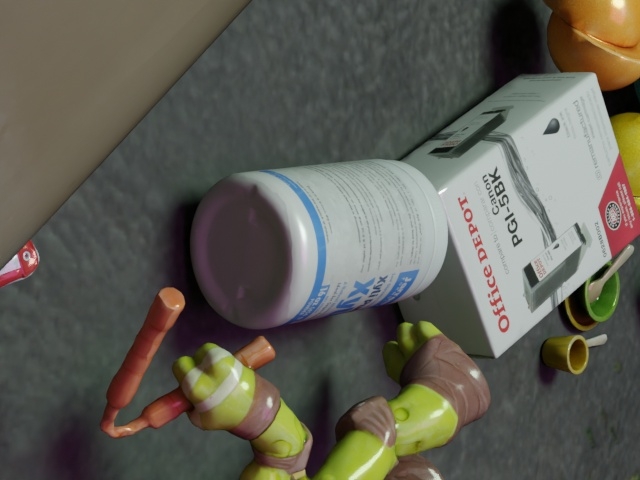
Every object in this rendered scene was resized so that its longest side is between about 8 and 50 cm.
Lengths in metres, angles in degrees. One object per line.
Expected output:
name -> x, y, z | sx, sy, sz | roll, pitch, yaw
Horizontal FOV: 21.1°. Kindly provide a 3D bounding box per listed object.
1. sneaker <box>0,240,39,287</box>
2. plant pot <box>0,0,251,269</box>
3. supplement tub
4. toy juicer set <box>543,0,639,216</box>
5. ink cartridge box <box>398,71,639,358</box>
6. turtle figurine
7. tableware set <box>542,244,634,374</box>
sneaker -> -0.125, -0.029, 0.656 | 0.067, 0.042, 0.118 | 47, 67, -36
plant pot -> -0.126, -0.141, 0.484 | 0.323, 0.323, 0.280 | 30, 88, -46
supplement tub -> 0.000, 0.000, 0.781 | 0.107, 0.071, 0.071 | -8, 99, -47
toy juicer set -> 0.228, -0.077, 1.005 | 0.329, 0.089, 0.209 | 54, 44, -39
ink cartridge box -> 0.097, -0.014, 0.887 | 0.135, 0.056, 0.099 | -37, 116, -35
turtle figurine -> -0.006, 0.116, 0.743 | 0.217, 0.087, 0.270 | -32, 131, -48
tableware set -> 0.142, -0.002, 0.981 | 0.104, 0.024, 0.154 | -12, 103, -48
